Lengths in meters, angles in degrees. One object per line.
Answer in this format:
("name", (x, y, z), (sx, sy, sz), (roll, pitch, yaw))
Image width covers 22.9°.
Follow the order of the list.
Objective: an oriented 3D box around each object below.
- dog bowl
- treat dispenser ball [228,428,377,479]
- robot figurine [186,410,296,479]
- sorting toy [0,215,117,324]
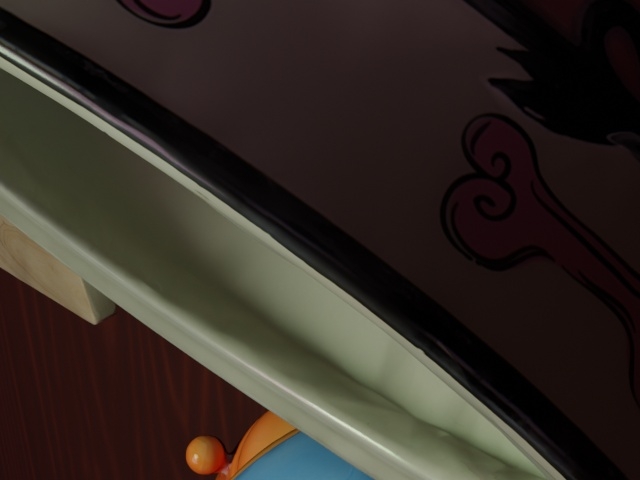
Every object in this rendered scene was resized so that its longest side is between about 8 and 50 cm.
("dog bowl", (-0.006, -0.033, 0.637), (0.408, 0.150, 0.408), (34, 168, 8))
("treat dispenser ball", (0.054, 0.230, 0.874), (0.288, 0.288, 0.288), (43, 148, 36))
("robot figurine", (-0.010, 0.181, 1.126), (0.158, 0.128, 0.219), (54, 157, 9))
("sorting toy", (-0.247, -0.087, 1.378), (0.257, 0.089, 0.255), (22, 133, 55))
